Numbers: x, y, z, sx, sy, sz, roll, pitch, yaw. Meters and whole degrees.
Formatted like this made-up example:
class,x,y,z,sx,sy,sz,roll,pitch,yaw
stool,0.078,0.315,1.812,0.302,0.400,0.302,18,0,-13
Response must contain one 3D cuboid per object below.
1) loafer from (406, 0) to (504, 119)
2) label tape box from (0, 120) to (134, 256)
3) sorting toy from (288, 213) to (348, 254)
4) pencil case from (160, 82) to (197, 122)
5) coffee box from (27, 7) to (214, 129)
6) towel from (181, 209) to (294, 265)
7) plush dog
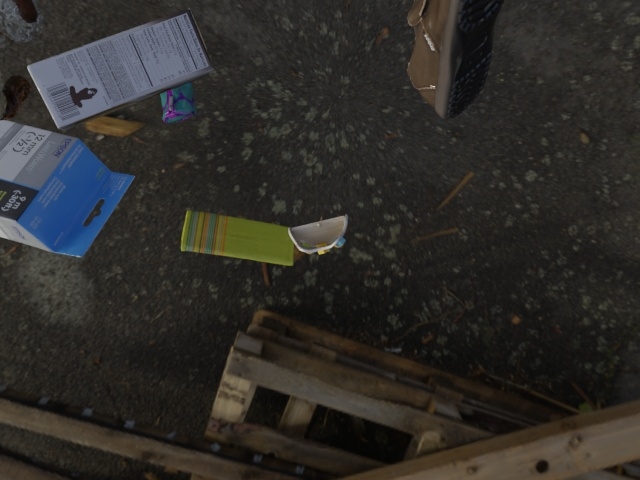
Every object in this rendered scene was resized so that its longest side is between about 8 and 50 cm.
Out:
class,x,y,z,sx,sy,sz,roll,pitch,yaw
loafer,0.175,-0.332,0.830,0.134,0.365,0.130,-38,62,-26
label tape box,-0.638,-0.123,1.329,0.348,0.249,0.115,14,147,12
sorting toy,0.000,0.000,0.783,0.083,0.075,0.044,-13,101,5
pencil case,-0.269,-0.295,1.085,0.065,0.070,0.151,-10,95,9
coffee box,-0.306,-0.262,0.927,0.247,0.141,0.098,-26,108,-15
towel,-0.173,-0.002,1.268,0.237,0.102,0.021,9,144,-11
plush dog,-0.577,-0.273,0.925,0.211,0.262,0.225,8,117,24
